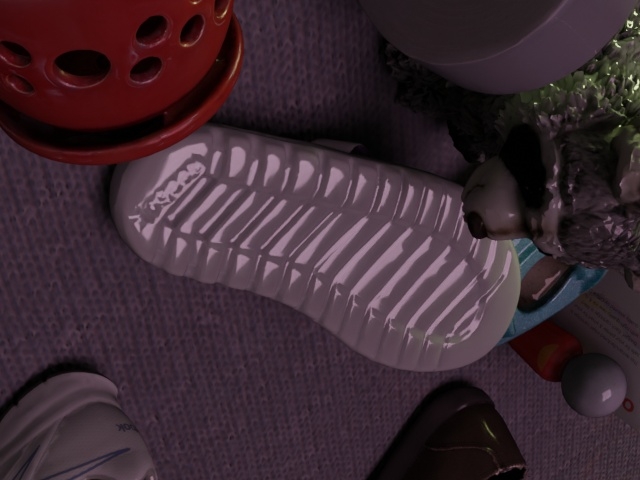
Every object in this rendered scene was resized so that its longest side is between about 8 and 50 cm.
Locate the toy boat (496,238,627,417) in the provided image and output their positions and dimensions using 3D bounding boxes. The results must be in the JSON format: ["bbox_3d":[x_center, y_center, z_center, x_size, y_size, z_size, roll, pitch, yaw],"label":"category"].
[{"bbox_3d":[0.233,0.047,1.430,0.267,0.148,0.318,-37,140,-15],"label":"toy boat"}]

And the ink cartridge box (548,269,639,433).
[{"bbox_3d":[0.370,0.054,1.548,0.168,0.171,0.233,-11,129,-37],"label":"ink cartridge box"}]

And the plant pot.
[{"bbox_3d":[-0.138,-0.152,0.875,0.191,0.191,0.174,-35,142,-17],"label":"plant pot"}]

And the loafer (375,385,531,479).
[{"bbox_3d":[0.095,0.333,1.551,0.134,0.130,0.366,13,112,-48],"label":"loafer"}]

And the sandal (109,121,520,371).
[{"bbox_3d":[0.008,-0.013,1.206,0.416,0.102,0.169,24,103,-36],"label":"sandal"}]

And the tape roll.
[{"bbox_3d":[0.131,-0.221,1.050,0.072,0.219,0.219,20,106,-49],"label":"tape roll"}]

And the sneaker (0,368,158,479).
[{"bbox_3d":[-0.255,0.238,1.138,0.297,0.129,0.111,-46,144,-1],"label":"sneaker"}]

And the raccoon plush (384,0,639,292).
[{"bbox_3d":[0.259,-0.173,1.147,0.446,0.299,0.216,-49,142,0],"label":"raccoon plush"}]
